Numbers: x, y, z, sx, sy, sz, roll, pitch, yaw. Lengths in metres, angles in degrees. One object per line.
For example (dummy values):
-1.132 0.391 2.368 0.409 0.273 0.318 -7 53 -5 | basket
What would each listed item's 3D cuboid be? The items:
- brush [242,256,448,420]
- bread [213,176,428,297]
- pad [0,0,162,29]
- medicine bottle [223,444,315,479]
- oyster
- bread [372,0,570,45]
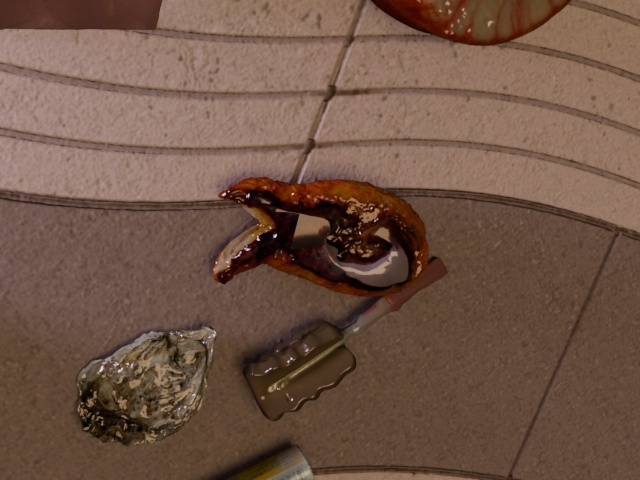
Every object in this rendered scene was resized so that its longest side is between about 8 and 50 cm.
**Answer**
0.042 0.113 1.312 0.301 0.071 0.084 -33 115 -17 | brush
0.005 -0.008 1.240 0.269 0.095 0.139 8 103 -12 | bread
-0.244 -0.247 1.039 0.188 0.006 0.113 -4 149 -23 | pad
-0.114 0.332 1.313 0.218 0.074 0.074 -24 117 -17 | medicine bottle
-0.198 0.170 1.226 0.177 0.064 0.125 -13 99 -9 | oyster
0.164 -0.374 1.159 0.328 0.114 0.295 38 91 -31 | bread
